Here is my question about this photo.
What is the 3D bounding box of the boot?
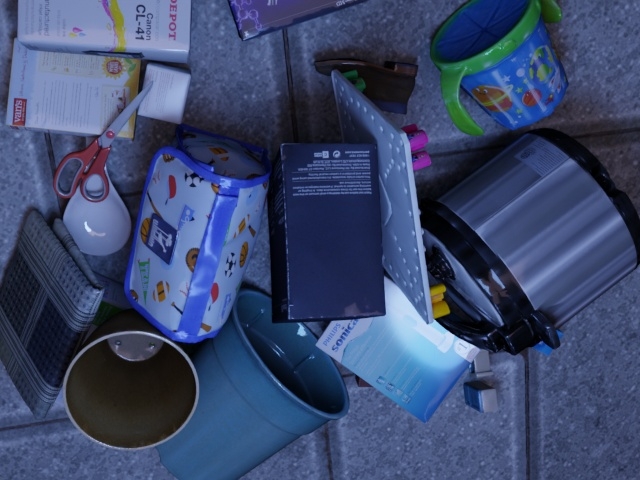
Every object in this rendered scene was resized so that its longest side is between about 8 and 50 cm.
[{"bbox_3d":[0.091,-0.315,1.731,0.219,0.082,0.106,2,105,-12],"label":"boot"}]

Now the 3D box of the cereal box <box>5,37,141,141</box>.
[{"bbox_3d":[-0.475,-0.290,1.638,0.240,0.047,0.173,6,85,-10],"label":"cereal box"}]

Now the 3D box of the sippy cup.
[{"bbox_3d":[0.376,-0.354,1.700,0.305,0.240,0.224,-36,122,13],"label":"sippy cup"}]

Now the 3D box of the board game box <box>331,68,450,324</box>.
[{"bbox_3d":[0.131,-0.096,1.616,0.050,0.390,0.389,-17,121,-9],"label":"board game box"}]

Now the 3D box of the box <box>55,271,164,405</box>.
[{"bbox_3d":[-0.456,0.231,1.804,0.231,0.127,0.262,27,102,-18],"label":"box"}]

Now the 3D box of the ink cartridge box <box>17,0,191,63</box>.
[{"bbox_3d":[-0.390,-0.457,1.561,0.306,0.131,0.226,2,95,-8],"label":"ink cartridge box"}]

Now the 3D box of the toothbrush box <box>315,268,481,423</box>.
[{"bbox_3d":[0.173,0.216,1.847,0.296,0.126,0.216,34,101,5],"label":"toothbrush box"}]

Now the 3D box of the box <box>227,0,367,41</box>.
[{"bbox_3d":[-0.059,-0.513,1.632,0.261,0.103,0.184,-19,113,-2],"label":"box"}]

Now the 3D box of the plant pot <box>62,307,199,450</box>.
[{"bbox_3d":[-0.357,0.233,1.618,0.237,0.254,0.237,-3,108,-10],"label":"plant pot"}]

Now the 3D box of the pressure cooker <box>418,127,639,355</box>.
[{"bbox_3d":[0.384,0.019,1.727,0.420,0.370,0.375,-37,94,-5],"label":"pressure cooker"}]

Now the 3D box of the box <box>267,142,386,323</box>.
[{"bbox_3d":[0.000,0.000,1.632,0.179,0.343,0.312,-1,84,-8],"label":"box"}]

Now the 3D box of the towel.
[{"bbox_3d":[-0.547,0.138,1.675,0.056,0.324,0.312,9,115,-45],"label":"towel"}]

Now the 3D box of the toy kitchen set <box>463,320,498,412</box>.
[{"bbox_3d":[0.305,0.295,1.972,0.166,0.122,0.207,-7,89,-7],"label":"toy kitchen set"}]

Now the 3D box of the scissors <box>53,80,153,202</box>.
[{"bbox_3d":[-0.419,-0.194,1.614,0.109,0.021,0.297,22,117,-18],"label":"scissors"}]

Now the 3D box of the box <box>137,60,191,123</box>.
[{"bbox_3d":[-0.305,-0.293,1.664,0.087,0.102,0.101,12,105,-11],"label":"box"}]

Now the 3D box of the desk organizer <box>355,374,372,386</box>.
[{"bbox_3d":[0.148,0.310,1.968,0.130,0.047,0.050,2,110,-10],"label":"desk organizer"}]

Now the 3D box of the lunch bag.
[{"bbox_3d":[-0.231,-0.023,1.616,0.239,0.385,0.327,13,106,-14],"label":"lunch bag"}]

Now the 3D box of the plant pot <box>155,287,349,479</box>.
[{"bbox_3d":[-0.174,0.335,1.795,0.334,0.341,0.341,-43,110,15],"label":"plant pot"}]

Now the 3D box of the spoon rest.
[{"bbox_3d":[-0.454,-0.098,1.715,0.137,0.084,0.276,0,107,-9],"label":"spoon rest"}]

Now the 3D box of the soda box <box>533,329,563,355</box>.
[{"bbox_3d":[0.452,0.186,1.962,0.210,0.071,0.067,27,102,-17],"label":"soda box"}]
